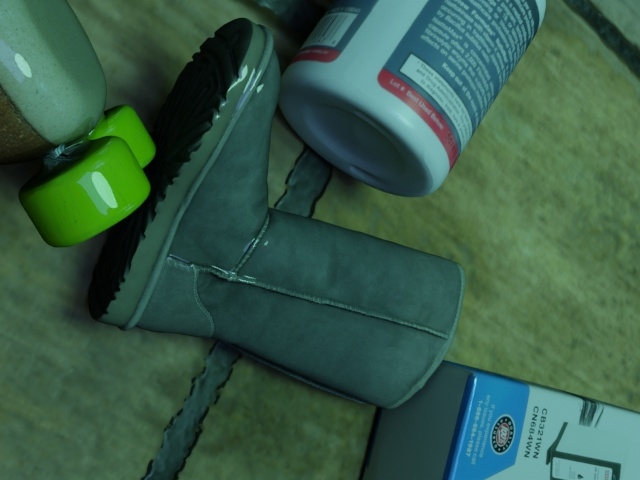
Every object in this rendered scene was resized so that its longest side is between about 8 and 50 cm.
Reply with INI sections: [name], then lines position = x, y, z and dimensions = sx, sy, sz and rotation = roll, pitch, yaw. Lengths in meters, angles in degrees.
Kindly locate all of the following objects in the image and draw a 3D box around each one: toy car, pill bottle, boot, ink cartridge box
[toy car]
position = -0.192, -0.051, 0.475
dimensions = 0.188, 0.149, 0.155
rotation = -28, 108, 2
[pill bottle]
position = 0.065, -0.125, 0.623
dimensions = 0.108, 0.108, 0.180
rotation = 43, 72, -28
[boot]
position = 0.000, -0.002, 0.593
dimensions = 0.208, 0.076, 0.190
rotation = 19, 113, -26
[ink cartridge box]
position = 0.130, 0.166, 0.701
dimensions = 0.203, 0.086, 0.148
rotation = 17, 84, -32
